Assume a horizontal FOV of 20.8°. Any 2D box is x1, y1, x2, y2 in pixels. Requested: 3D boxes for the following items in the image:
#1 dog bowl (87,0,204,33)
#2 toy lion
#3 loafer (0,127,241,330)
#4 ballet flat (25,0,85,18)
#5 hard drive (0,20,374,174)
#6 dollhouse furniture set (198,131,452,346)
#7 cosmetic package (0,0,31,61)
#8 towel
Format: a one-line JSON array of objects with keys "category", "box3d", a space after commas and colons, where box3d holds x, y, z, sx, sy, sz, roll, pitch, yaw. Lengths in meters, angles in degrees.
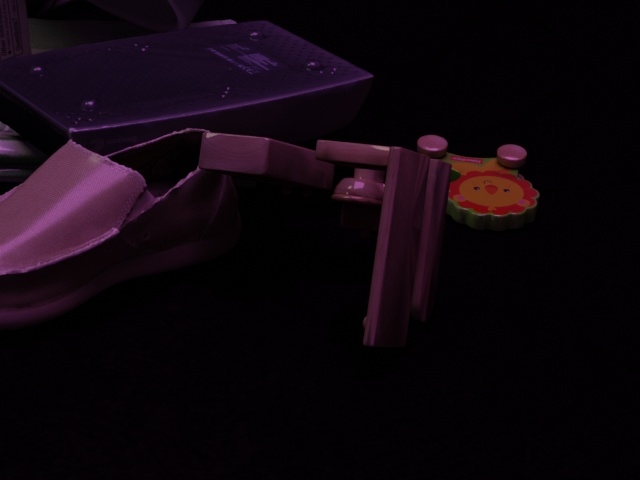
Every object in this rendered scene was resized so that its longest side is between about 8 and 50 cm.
[{"category": "dog bowl", "box3d": [-0.197, -0.289, 1.457, 0.265, 0.104, 0.265, 31, -9, 6]}, {"category": "toy lion", "box3d": [0.116, -0.039, 1.321, 0.100, 0.034, 0.096, 8, 33, 8]}, {"category": "loafer", "box3d": [-0.165, -0.016, 1.151, 0.102, 0.092, 0.268, 24, 31, 38]}, {"category": "ballet flat", "box3d": [-0.261, -0.250, 1.655, 0.072, 0.068, 0.213, 14, 27, 19]}, {"category": "hard drive", "box3d": [-0.107, -0.108, 1.307, 0.255, 0.054, 0.172, -14, 29, -32]}, {"category": "dollhouse furniture set", "box3d": [0.000, 0.000, 1.155, 0.151, 0.123, 0.144, 7, -1, 23]}, {"category": "cosmetic package", "box3d": [-0.380, -0.167, 1.319, 0.309, 0.160, 0.113, -26, 37, -37]}, {"category": "towel", "box3d": [-0.177, -0.122, 1.437, 0.248, 0.038, 0.325, 0, 26, -6]}]
